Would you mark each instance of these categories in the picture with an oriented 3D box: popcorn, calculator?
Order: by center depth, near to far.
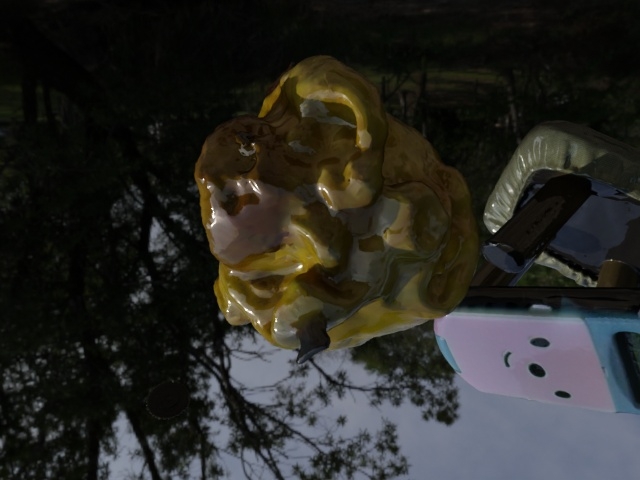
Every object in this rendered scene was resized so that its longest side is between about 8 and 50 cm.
[{"bbox_3d":[0.000,0.000,0.603,0.297,0.316,0.281,-30,-145,29],"label":"popcorn"},{"bbox_3d":[0.264,0.122,0.653,0.293,0.173,0.051,-3,-144,42],"label":"calculator"}]

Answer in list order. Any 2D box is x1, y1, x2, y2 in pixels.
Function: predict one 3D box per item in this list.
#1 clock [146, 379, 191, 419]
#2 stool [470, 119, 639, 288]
[{"bbox_3d":[-0.289,0.303,1.113,0.074,0.010,0.083,44,-132,18],"label":"clock"},{"bbox_3d":[0.357,0.037,0.824,0.310,0.310,0.226,31,-115,14],"label":"stool"}]
